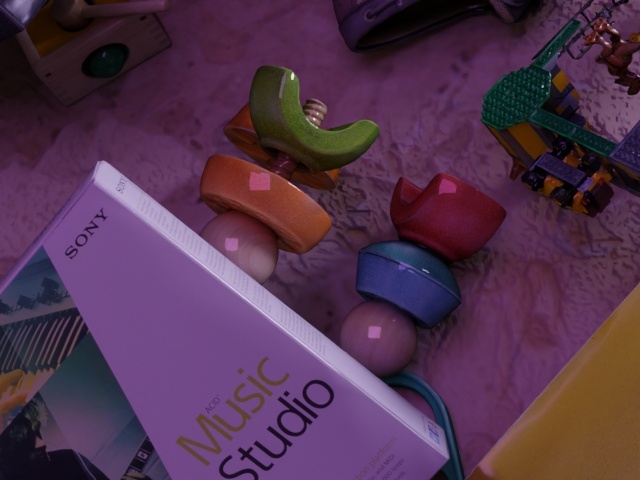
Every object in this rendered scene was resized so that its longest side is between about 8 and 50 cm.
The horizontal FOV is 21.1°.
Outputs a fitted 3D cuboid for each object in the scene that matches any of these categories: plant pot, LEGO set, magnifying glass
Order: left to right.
[{"bbox_3d":[0.091,0.189,1.285,0.092,0.026,0.231,-39,66,-2],"label":"magnifying glass"},{"bbox_3d":[0.225,0.161,1.161,0.187,0.212,0.212,41,76,10],"label":"plant pot"},{"bbox_3d":[0.304,-0.107,1.292,0.331,0.192,0.255,-53,37,-12],"label":"LEGO set"}]

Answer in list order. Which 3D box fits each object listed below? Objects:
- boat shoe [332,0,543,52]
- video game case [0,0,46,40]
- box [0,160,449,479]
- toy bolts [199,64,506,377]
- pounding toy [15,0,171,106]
[{"bbox_3d":[0.145,-0.218,1.392,0.285,0.103,0.092,-12,75,11],"label":"boat shoe"},{"bbox_3d":[-0.255,-0.251,1.429,0.248,0.035,0.275,-13,42,48],"label":"video game case"},{"bbox_3d":[-0.104,0.131,1.213,0.322,0.058,0.232,39,102,-11],"label":"box"},{"bbox_3d":[0.000,0.000,1.318,0.228,0.218,0.158,30,79,-13],"label":"toy bolts"},{"bbox_3d":[-0.196,-0.196,1.467,0.130,0.100,0.141,-31,65,2],"label":"pounding toy"}]
